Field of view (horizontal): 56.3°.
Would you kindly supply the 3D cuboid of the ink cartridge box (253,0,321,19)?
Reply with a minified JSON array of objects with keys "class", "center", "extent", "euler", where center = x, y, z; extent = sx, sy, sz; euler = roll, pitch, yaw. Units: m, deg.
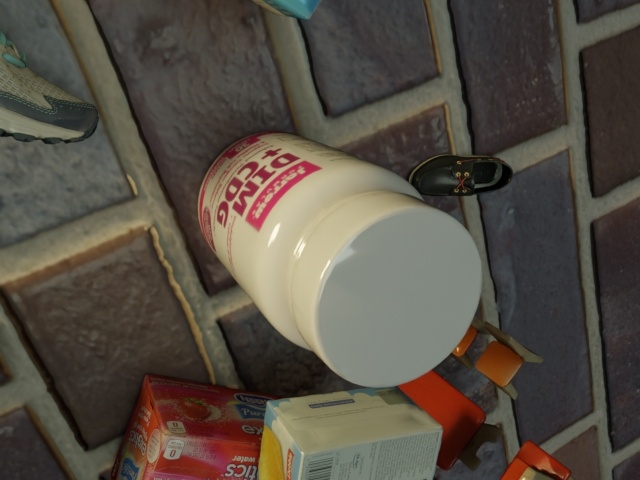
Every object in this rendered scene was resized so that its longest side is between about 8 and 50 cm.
[{"class":"ink cartridge box","center":[-0.082,-0.310,0.395],"extent":[0.270,0.198,0.197],"euler":[29,104,-20]}]

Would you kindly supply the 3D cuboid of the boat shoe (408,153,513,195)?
[{"class":"boat shoe","center":[0.170,-0.077,0.719],"extent":[0.133,0.042,0.048],"euler":[-9,113,-21]}]

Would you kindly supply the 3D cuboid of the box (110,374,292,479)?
[{"class":"box","center":[-0.084,0.250,0.664],"extent":[0.257,0.123,0.128],"euler":[17,98,-29]}]

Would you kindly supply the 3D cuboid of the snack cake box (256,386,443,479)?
[{"class":"snack cake box","center":[0.016,0.288,0.601],"extent":[0.152,0.089,0.264],"euler":[0,107,-28]}]

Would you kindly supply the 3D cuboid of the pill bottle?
[{"class":"pill bottle","center":[0.000,0.000,0.526],"extent":[0.161,0.283,0.160],"euler":[-8,110,-23]}]

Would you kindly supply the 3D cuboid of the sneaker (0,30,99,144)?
[{"class":"sneaker","center":[-0.292,-0.166,0.438],"extent":[0.283,0.110,0.122],"euler":[25,92,-30]}]

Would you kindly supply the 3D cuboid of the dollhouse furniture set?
[{"class":"dollhouse furniture set","center":[0.155,0.221,0.689],"extent":[0.135,0.259,0.262],"euler":[35,89,-39]}]
